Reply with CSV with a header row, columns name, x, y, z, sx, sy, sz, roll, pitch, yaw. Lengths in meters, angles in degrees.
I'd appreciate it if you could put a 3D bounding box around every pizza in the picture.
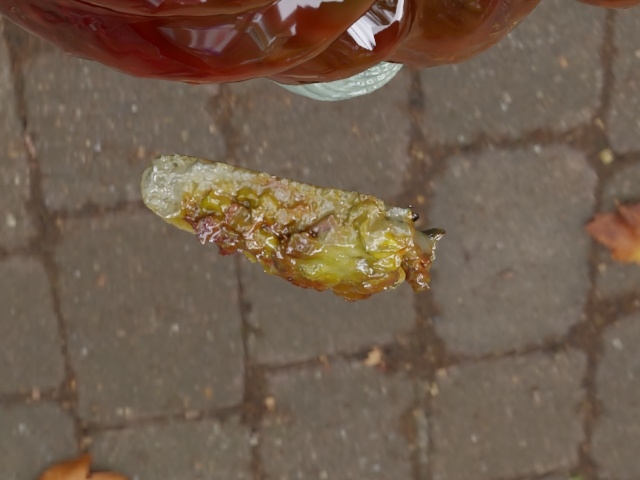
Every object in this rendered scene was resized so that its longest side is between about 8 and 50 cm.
name,x,y,z,sx,sy,sz,roll,pitch,yaw
pizza,0.000,0.000,1.412,0.289,0.229,0.081,21,77,-35

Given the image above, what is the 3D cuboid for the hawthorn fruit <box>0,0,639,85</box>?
name,x,y,z,sx,sy,sz,roll,pitch,yaw
hawthorn fruit,0.011,-0.253,0.522,0.403,0.403,0.403,-5,124,-7

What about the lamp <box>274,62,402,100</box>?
name,x,y,z,sx,sy,sz,roll,pitch,yaw
lamp,-0.026,-0.137,0.919,0.106,0.193,0.106,-16,114,-41
